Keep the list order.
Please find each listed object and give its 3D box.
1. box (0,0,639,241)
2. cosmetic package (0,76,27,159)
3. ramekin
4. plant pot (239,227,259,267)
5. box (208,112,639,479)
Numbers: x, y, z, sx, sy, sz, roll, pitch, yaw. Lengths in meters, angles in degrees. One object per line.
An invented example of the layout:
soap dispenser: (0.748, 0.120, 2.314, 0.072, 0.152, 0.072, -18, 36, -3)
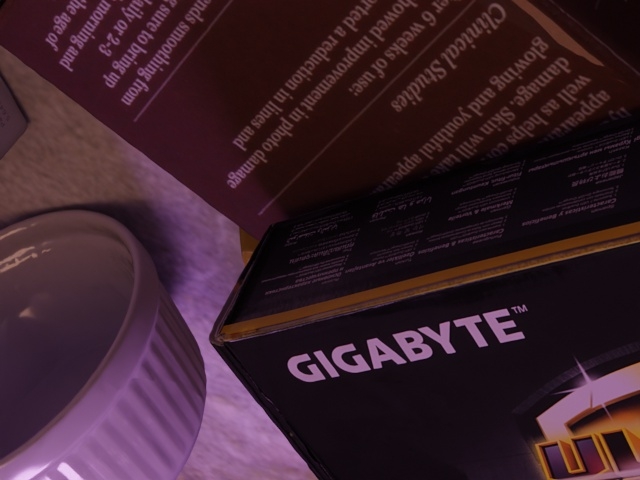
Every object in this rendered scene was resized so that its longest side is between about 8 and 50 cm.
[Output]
box: (0.077, -0.058, 0.574, 0.381, 0.143, 0.191, 39, 135, -9)
cosmetic package: (-0.291, -0.060, 0.736, 0.151, 0.184, 0.151, -4, 128, 30)
ramekin: (-0.166, 0.093, 0.808, 0.207, 0.207, 0.109, -6, 136, 32)
plant pot: (0.000, 0.000, 0.712, 0.081, 0.083, 0.081, 8, 133, 22)
box: (0.158, 0.073, 0.504, 0.322, 0.079, 0.257, -15, 124, 35)
